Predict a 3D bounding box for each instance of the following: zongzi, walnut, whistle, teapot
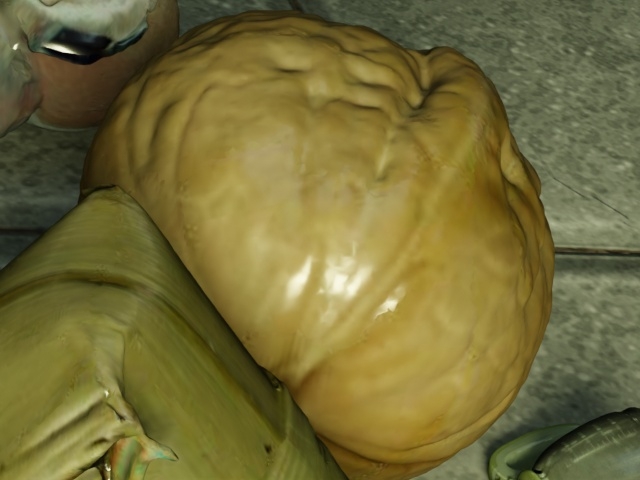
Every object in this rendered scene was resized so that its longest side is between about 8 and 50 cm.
[{"bbox_3d":[-0.092,0.245,0.720,0.447,0.418,0.181,53,16,-20],"label":"zongzi"},{"bbox_3d":[-0.002,0.002,0.954,0.277,0.252,0.313,14,33,-2],"label":"walnut"},{"bbox_3d":[-0.231,-0.124,1.157,0.189,0.189,0.348,34,58,23],"label":"whistle"},{"bbox_3d":[0.155,0.153,0.980,0.091,0.124,0.092,-12,83,-15],"label":"teapot"}]
